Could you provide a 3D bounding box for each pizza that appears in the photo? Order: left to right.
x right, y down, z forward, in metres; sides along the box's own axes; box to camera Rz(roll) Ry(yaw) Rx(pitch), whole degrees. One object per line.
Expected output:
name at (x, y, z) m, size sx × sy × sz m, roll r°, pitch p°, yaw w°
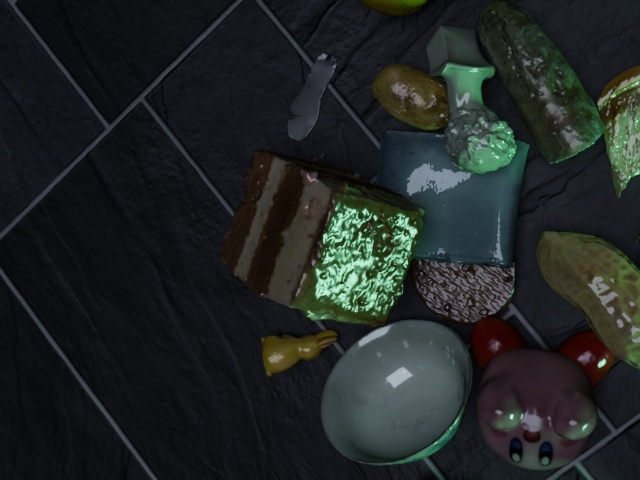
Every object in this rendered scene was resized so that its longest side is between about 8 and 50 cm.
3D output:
pizza at (0.587, -0.200, 1.781) m, size 0.181 × 0.034 × 0.262 m, roll 14°, pitch 98°, yaw 15°

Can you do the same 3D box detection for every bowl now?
bowl at (0.169, 0.320, 1.874) m, size 0.314 × 0.313 × 0.146 m, roll -21°, pitch 132°, yaw 18°

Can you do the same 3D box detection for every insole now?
insole at (-0.019, -0.290, 1.978) m, size 0.064 × 0.004 × 0.188 m, roll 28°, pitch 102°, yaw 13°

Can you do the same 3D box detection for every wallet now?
wallet at (0.240, -0.081, 1.866) m, size 0.291 × 0.054 × 0.251 m, roll 5°, pitch 82°, yaw 18°

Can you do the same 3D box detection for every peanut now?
peanut at (0.517, 0.097, 1.762) m, size 0.140 × 0.153 × 0.325 m, roll -41°, pitch 65°, yaw -4°

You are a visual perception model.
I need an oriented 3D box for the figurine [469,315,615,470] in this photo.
figurine at (0.400, 0.304, 1.799) m, size 0.270 × 0.261 × 0.211 m, roll 5°, pitch 127°, yaw 11°

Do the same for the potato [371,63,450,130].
potato at (0.182, -0.276, 1.879) m, size 0.170 × 0.080 × 0.107 m, roll 35°, pitch 88°, yaw 13°

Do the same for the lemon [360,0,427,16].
lemon at (0.133, -0.513, 1.826) m, size 0.193 × 0.180 × 0.180 m, roll 14°, pitch 99°, yaw -6°

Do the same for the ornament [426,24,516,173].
ornament at (0.266, -0.259, 1.782) m, size 0.130 × 0.120 × 0.285 m, roll -14°, pitch 82°, yaw -24°

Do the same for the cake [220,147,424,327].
cake at (0.000, 0.000, 1.816) m, size 0.290 × 0.256 × 0.282 m, roll 38°, pitch 112°, yaw 54°

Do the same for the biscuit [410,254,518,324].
biscuit at (0.278, 0.061, 1.895) m, size 0.212 × 0.036 × 0.212 m, roll 1°, pitch 93°, yaw 19°

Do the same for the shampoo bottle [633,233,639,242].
shampoo bottle at (0.630, 0.051, 1.763) m, size 0.079 × 0.079 × 0.162 m, roll -31°, pitch 84°, yaw 17°

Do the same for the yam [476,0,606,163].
yam at (0.393, -0.297, 1.790) m, size 0.133 × 0.133 × 0.330 m, roll -33°, pitch 80°, yaw 17°

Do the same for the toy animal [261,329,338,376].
toy animal at (-0.038, 0.225, 1.992) m, size 0.160 × 0.070 × 0.083 m, roll -14°, pitch 49°, yaw 5°
